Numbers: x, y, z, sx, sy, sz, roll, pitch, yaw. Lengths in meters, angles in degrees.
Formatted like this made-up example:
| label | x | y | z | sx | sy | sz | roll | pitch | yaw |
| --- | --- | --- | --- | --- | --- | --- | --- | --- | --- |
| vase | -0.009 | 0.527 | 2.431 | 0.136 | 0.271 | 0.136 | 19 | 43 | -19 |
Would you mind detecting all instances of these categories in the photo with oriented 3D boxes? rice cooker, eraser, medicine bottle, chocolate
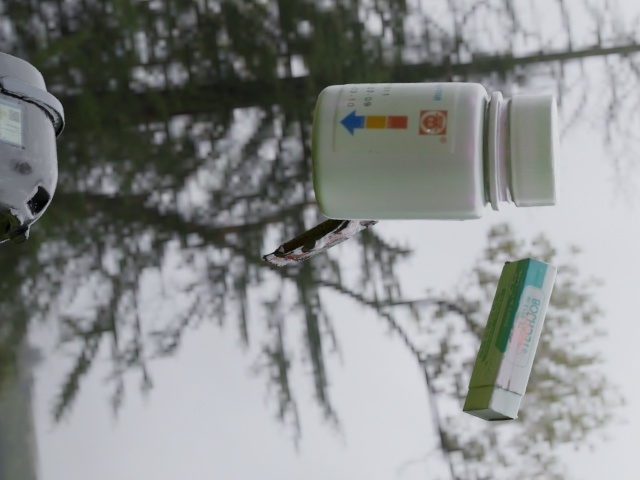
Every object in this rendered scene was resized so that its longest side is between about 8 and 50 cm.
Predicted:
| label | x | y | z | sx | sy | sz | roll | pitch | yaw |
| --- | --- | --- | --- | --- | --- | --- | --- | --- | --- |
| rice cooker | -0.477 | -0.118 | 2.085 | 0.267 | 0.267 | 0.225 | 110 | -24 | -64 |
| eraser | 0.264 | 0.138 | 2.170 | 0.095 | 0.052 | 0.225 | 156 | -47 | -70 |
| medicine bottle | 0.142 | -0.109 | 1.893 | 0.170 | 0.292 | 0.170 | 0 | 90 | -78 |
| chocolate | 0.000 | 0.000 | 2.402 | 0.028 | 0.182 | 0.086 | 68 | 14 | 20 |
